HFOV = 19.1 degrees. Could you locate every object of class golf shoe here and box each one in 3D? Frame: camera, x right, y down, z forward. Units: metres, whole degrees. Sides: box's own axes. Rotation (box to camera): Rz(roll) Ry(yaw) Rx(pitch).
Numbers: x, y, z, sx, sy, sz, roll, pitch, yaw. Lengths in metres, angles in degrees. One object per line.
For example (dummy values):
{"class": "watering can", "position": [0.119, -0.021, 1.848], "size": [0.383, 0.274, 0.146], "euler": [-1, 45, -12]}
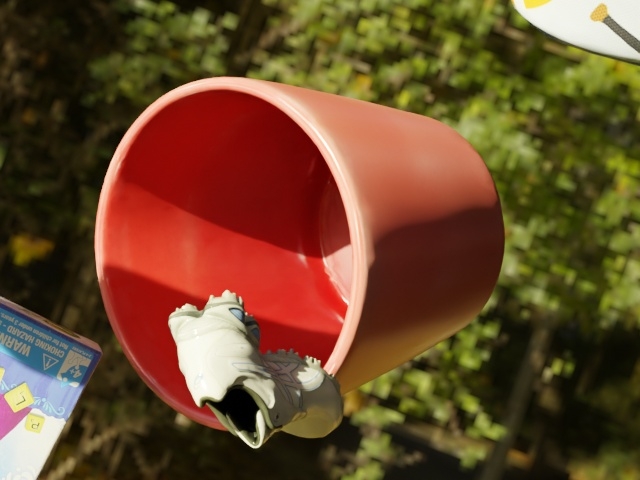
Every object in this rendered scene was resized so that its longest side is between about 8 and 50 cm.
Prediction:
{"class": "golf shoe", "position": [-0.042, 0.109, 1.281], "size": [0.069, 0.086, 0.176], "euler": [-24, -39, 25]}

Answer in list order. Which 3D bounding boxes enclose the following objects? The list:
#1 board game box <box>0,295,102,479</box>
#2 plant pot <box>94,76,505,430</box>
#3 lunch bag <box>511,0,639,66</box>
{"class": "board game box", "position": [-0.374, 0.150, 1.408], "size": [0.318, 0.318, 0.066], "euler": [27, -2, -11]}
{"class": "plant pot", "position": [0.000, 0.000, 1.508], "size": [0.275, 0.275, 0.243], "euler": [19, 17, 37]}
{"class": "lunch bag", "position": [0.201, -0.153, 0.709], "size": [0.243, 0.115, 0.303], "euler": [19, 38, 14]}
